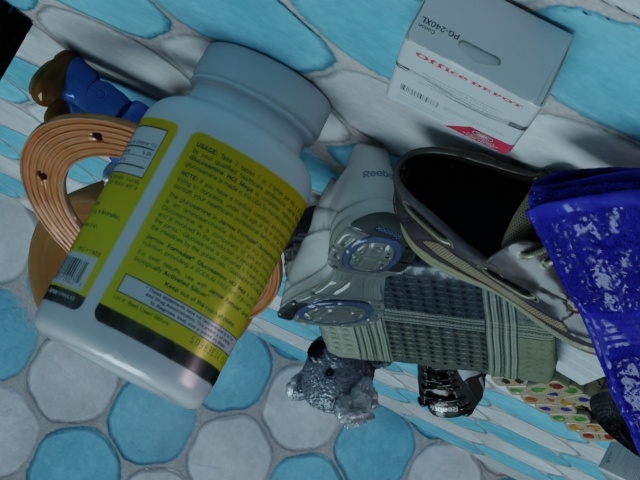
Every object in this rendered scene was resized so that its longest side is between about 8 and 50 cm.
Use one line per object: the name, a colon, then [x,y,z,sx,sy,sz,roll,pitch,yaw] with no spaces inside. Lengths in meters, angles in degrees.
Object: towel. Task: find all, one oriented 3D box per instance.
towel: [0.136,0.080,1.890,0.312,0.056,0.324,7,155,11]
towel: [0.295,0.080,1.240,0.228,0.076,0.308,-6,116,58]

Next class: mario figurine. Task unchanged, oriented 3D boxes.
mario figurine: [-0.212,-0.090,1.845,0.320,0.170,0.198,30,-162,17]

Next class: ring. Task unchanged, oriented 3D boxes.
ring: [-0.192,-0.026,1.778,0.336,0.032,0.336,20,145,15]

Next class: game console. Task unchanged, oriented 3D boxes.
game console: [-0.399,-0.220,1.834,0.071,0.122,0.107,16,165,48]

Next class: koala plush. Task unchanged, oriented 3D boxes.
koala plush: [0.047,0.168,2.351,0.196,0.221,0.203,17,166,43]

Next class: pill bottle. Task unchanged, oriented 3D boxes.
pill bottle: [-0.125,-0.019,1.534,0.188,0.334,0.188,27,170,5]

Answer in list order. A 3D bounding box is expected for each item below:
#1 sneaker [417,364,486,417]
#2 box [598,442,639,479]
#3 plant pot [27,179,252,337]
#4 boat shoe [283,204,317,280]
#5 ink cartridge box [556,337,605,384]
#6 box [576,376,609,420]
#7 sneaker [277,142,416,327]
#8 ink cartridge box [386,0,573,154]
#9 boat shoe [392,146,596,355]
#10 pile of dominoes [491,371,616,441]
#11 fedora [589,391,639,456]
sneaker: [0.190,0.191,2.311,0.098,0.135,0.276,6,162,21]
box: [0.494,0.336,2.389,0.087,0.102,0.101,24,169,28]
plant pot: [-0.247,0.031,2.061,0.291,0.291,0.203,21,-165,32]
boat shoe: [0.000,0.000,1.993,0.092,0.103,0.285,65,163,10]
ink cartridge box: [0.323,0.115,1.951,0.145,0.045,0.179,30,151,-12]
box: [0.359,0.211,2.269,0.191,0.045,0.184,34,168,-32]
sneaker: [0.031,0.005,1.681,0.111,0.129,0.297,9,150,-18]
ink cartridge box: [0.114,-0.128,1.144,0.109,0.063,0.150,27,169,2]
boat shoe: [0.206,0.009,1.409,0.355,0.132,0.130,19,168,31]
pile of dominoes: [0.380,0.238,2.161,0.251,0.040,0.196,34,145,-32]
fedora: [0.442,0.182,1.600,0.334,0.152,0.334,26,170,5]
